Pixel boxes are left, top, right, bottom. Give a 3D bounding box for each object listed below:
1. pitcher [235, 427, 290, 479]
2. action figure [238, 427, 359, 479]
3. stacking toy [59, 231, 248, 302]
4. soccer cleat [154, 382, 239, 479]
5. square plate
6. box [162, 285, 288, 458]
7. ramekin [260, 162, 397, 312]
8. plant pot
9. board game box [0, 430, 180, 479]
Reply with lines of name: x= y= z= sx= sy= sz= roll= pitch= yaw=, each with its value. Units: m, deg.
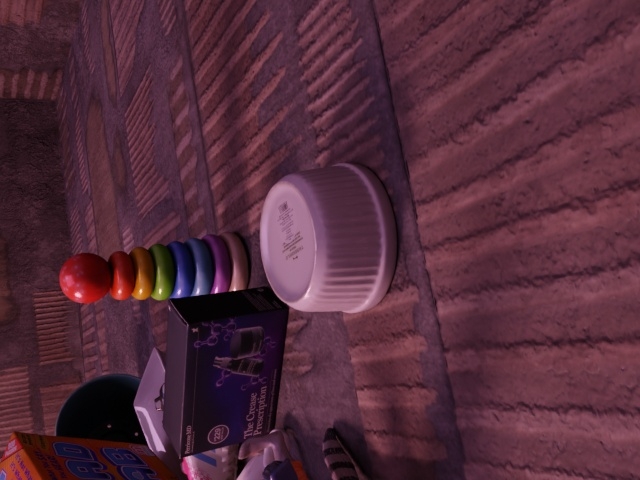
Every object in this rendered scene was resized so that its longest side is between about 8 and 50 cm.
pitcher: x=-0.073 y=0.431 z=1.065 sx=0.207 sy=0.125 sz=0.177 roll=-131 pitch=56 yaw=-63
action figure: x=0.030 y=0.340 z=0.809 sx=0.330 sy=0.178 sz=0.341 roll=22 pitch=138 yaw=53
stacking toy: x=-0.309 y=0.063 z=1.202 sx=0.141 sy=0.330 sz=0.141 roll=15 pitch=107 yaw=60
soccer cleat: x=-0.213 y=0.418 z=1.308 sx=0.116 sy=0.143 sz=0.331 roll=-48 pitch=-65 yaw=-80
square plate: x=-0.354 y=0.478 z=1.584 sx=0.347 sy=0.049 sz=0.344 roll=59 pitch=143 yaw=23
box: x=-0.169 y=0.225 z=1.127 sx=0.103 sy=0.184 sz=0.261 roll=38 pitch=127 yaw=53
ramekin: x=0.000 y=0.000 z=0.871 sx=0.207 sy=0.109 sz=0.207 roll=15 pitch=107 yaw=60
plant pot: x=-0.582 y=0.556 z=1.821 sx=0.235 sy=0.293 sz=0.293 roll=115 pitch=140 yaw=-54
board game box: x=-0.522 y=0.679 z=1.422 sx=0.356 sy=0.356 sz=0.356 roll=19 pitch=86 yaw=48
